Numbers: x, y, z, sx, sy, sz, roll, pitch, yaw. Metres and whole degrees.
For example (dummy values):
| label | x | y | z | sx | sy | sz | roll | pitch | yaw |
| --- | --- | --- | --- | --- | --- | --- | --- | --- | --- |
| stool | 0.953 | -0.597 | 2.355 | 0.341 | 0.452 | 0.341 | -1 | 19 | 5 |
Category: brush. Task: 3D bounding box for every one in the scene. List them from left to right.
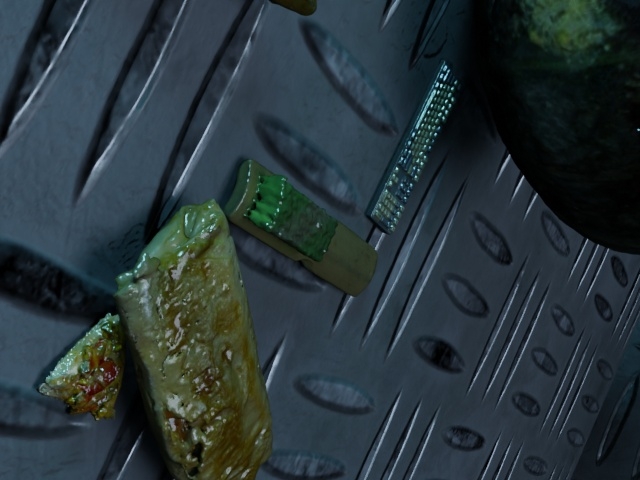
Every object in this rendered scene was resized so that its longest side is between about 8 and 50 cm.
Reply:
| label | x | y | z | sx | sy | sz | roll | pitch | yaw |
| --- | --- | --- | --- | --- | --- | --- | --- | --- | --- |
| brush | 0.000 | 0.000 | 0.897 | 0.054 | 0.048 | 0.282 | -65 | 154 | -5 |

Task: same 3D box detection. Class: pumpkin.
| label | x | y | z | sx | sy | sz | roll | pitch | yaw |
| --- | --- | --- | --- | --- | --- | --- | --- | --- | --- |
| pumpkin | 0.327 | -0.212 | 0.996 | 0.454 | 0.344 | 0.454 | 3 | 90 | -68 |

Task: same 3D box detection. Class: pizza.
| label | x | y | z | sx | sy | sz | roll | pitch | yaw |
| --- | --- | --- | --- | --- | --- | --- | --- | --- | --- |
| pizza | -0.159 | 0.097 | 0.704 | 0.078 | 0.025 | 0.083 | -24 | 130 | -55 |

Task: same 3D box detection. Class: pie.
| label | x | y | z | sx | sy | sz | roll | pitch | yaw |
| --- | --- | --- | --- | --- | --- | --- | --- | --- | --- |
| pie | -0.092 | 0.094 | 0.771 | 0.128 | 0.068 | 0.282 | -52 | 149 | -38 |

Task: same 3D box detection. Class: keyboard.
| label | x | y | z | sx | sy | sz | roll | pitch | yaw |
| --- | --- | --- | --- | --- | --- | --- | --- | --- | --- |
| keyboard | 0.095 | -0.093 | 1.028 | 0.176 | 0.014 | 0.055 | -64 | 149 | -8 |

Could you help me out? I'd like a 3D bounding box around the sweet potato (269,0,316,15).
| label | x | y | z | sx | sy | sz | roll | pitch | yaw |
| --- | --- | --- | --- | --- | --- | --- | --- | --- | --- |
| sweet potato | -0.073 | -0.205 | 0.605 | 0.274 | 0.067 | 0.067 | 31 | 82 | -60 |
